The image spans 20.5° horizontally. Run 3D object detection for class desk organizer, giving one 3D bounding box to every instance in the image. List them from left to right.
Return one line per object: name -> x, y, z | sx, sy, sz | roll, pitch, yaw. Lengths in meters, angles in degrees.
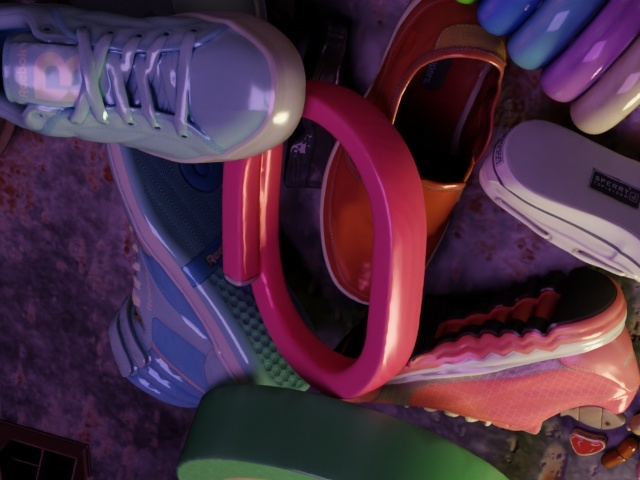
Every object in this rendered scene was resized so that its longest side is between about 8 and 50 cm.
desk organizer -> -0.323, 0.241, 1.952 | 0.130, 0.050, 0.047 | 13, 126, 18

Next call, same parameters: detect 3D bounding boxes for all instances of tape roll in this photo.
tape roll -> 0.026, 0.236, 1.660 | 0.321, 0.077, 0.321 | 16, 158, 7

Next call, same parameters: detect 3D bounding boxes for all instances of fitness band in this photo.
fitness band -> 0.000, 0.000, 1.514 | 0.209, 0.054, 0.290 | 31, 131, 39

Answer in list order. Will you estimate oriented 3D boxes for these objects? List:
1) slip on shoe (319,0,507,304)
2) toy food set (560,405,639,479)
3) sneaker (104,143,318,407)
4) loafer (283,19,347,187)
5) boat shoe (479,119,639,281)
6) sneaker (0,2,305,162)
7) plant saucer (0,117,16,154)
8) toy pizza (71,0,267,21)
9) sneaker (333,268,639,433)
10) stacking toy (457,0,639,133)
slip on shoe -> 0.078, -0.066, 1.501 | 0.123, 0.101, 0.331 | 10, 129, -13
toy food set -> 0.281, 0.188, 1.637 | 0.122, 0.019, 0.078 | 4, 122, 24
sneaker -> -0.155, 0.029, 1.687 | 0.208, 0.127, 0.319 | -20, 100, 45
loafer -> 0.010, -0.118, 1.554 | 0.061, 0.062, 0.170 | 8, 131, -5
boat shoe -> 0.253, -0.017, 1.478 | 0.258, 0.095, 0.084 | 32, 157, -5
sneaker -> -0.184, -0.130, 1.488 | 0.366, 0.150, 0.135 | 8, 105, 39
plant saucer -> -0.406, -0.184, 1.720 | 0.278, 0.041, 0.277 | 13, 125, 19
toy pizza -> -0.134, -0.216, 1.568 | 0.201, 0.032, 0.201 | 15, 128, 20
sneaker -> 0.142, 0.127, 1.606 | 0.314, 0.116, 0.136 | -11, 116, 32
stacking toy -> 0.132, -0.235, 1.353 | 0.330, 0.141, 0.141 | 40, 130, -3
